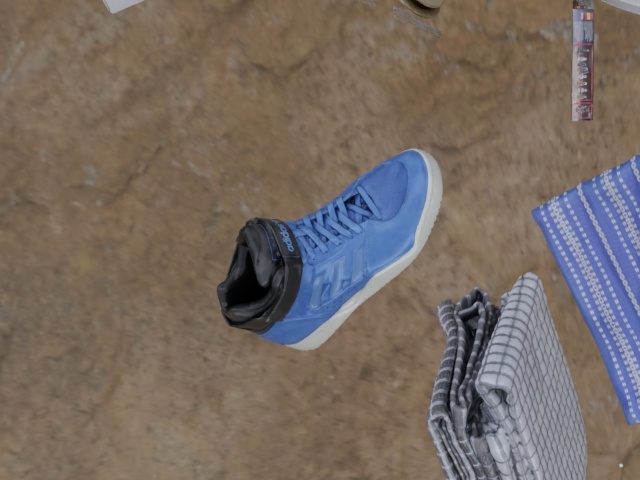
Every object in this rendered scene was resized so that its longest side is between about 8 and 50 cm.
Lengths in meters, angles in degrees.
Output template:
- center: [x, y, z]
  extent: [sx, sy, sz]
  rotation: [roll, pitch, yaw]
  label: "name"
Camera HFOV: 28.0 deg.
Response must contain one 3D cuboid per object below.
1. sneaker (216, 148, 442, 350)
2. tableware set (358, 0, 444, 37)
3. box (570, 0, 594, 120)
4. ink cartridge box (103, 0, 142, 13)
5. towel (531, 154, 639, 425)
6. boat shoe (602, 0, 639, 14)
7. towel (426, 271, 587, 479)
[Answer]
- center: [0.000, 0.001, 0.752]
  extent: [0.152, 0.084, 0.058]
  rotation: [-48, 49, 23]
  label: "sneaker"
- center: [0.085, -0.339, 1.587]
  extent: [0.039, 0.194, 0.128]
  rotation: [-38, 48, 39]
  label: "tableware set"
- center: [0.310, -0.221, 1.517]
  extent: [0.027, 0.094, 0.137]
  rotation: [0, 115, 10]
  label: "box"
- center: [-0.057, -0.166, 0.555]
  extent: [0.122, 0.052, 0.089]
  rotation: [-22, 62, -2]
  label: "ink cartridge box"
- center: [0.350, 0.025, 1.156]
  extent: [0.336, 0.040, 0.243]
  rotation: [-31, 82, 51]
  label: "towel"
- center: [0.295, -0.320, 1.416]
  extent: [0.267, 0.088, 0.096]
  rotation: [33, 127, -7]
  label: "boat shoe"
- center: [0.201, 0.212, 1.397]
  extent: [0.121, 0.235, 0.284]
  rotation: [-10, 117, 23]
  label: "towel"
